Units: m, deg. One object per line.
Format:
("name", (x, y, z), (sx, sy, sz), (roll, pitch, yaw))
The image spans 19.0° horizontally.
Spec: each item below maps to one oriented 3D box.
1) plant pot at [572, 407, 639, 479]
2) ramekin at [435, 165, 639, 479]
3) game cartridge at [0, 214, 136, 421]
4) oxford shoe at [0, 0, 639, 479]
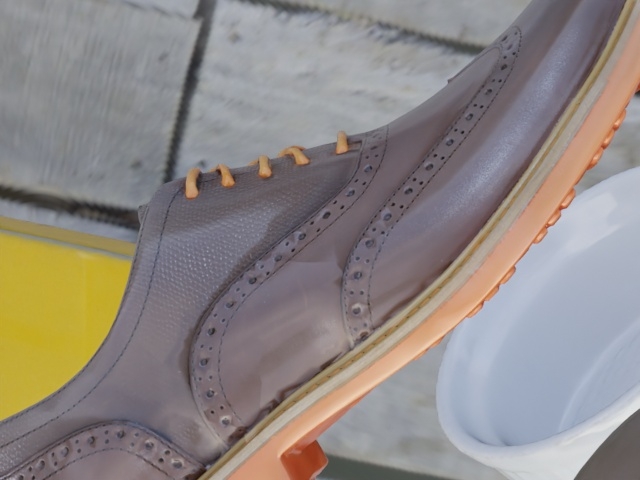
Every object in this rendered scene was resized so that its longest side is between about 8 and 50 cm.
("plant pot", (0.289, 0.228, 0.887), (0.323, 0.280, 0.323), (-3, 98, -20))
("ramekin", (0.232, 0.086, 1.414), (0.135, 0.277, 0.277), (43, 84, -23))
("game cartridge", (-0.234, 0.118, 1.352), (0.323, 0.052, 0.285), (13, 108, 33))
("oxford shoe", (0.000, 0.000, 0.778), (0.133, 0.130, 0.364), (43, 89, 4))
